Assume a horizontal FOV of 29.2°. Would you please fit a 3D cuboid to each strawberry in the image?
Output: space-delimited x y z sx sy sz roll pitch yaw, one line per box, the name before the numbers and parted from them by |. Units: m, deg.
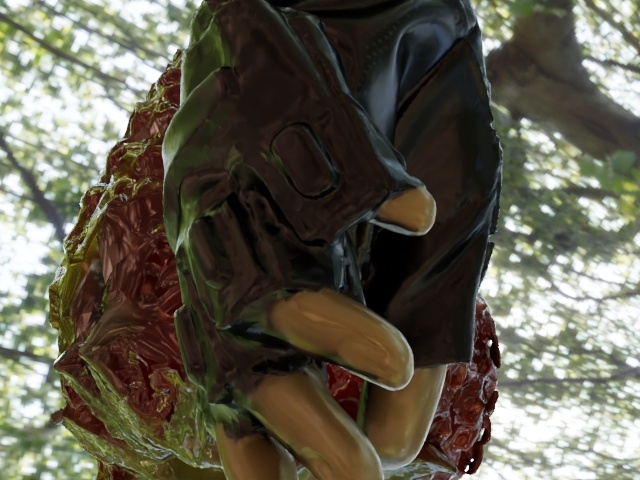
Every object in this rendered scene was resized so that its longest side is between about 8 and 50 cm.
strawberry | -0.015 0.015 0.771 0.292 0.292 0.344 -8 -128 35

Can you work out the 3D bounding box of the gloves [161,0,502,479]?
gloves | 0.000 0.000 0.413 0.124 0.164 0.203 1 -124 39
